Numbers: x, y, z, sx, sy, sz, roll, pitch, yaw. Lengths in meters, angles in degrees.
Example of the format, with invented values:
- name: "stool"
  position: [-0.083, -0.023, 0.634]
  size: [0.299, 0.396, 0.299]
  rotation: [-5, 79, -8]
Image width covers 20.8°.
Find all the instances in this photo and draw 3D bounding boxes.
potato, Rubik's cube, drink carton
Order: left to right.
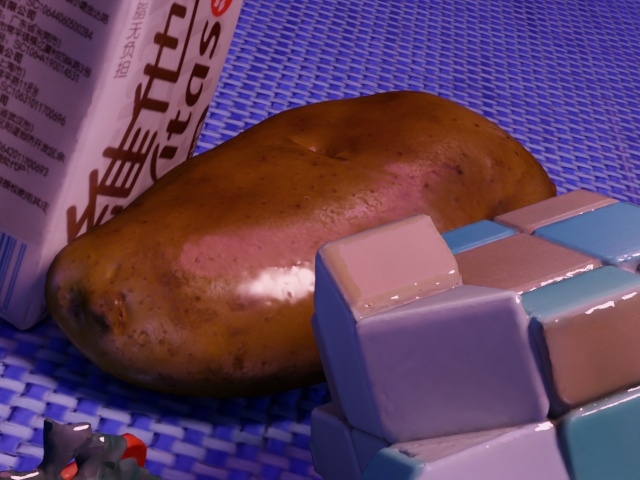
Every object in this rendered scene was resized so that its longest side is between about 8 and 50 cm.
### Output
- name: "drink carton"
  position: [-0.144, -0.123, 1.079]
  size: [0.132, 0.324, 0.194]
  rotation: [26, 25, 12]
- name: "potato"
  position: [0.000, 0.000, 1.089]
  size: [0.369, 0.176, 0.195]
  rotation: [-20, 73, -41]
- name: "Rubik's cube"
  position: [0.095, 0.108, 0.850]
  size: [0.213, 0.265, 0.224]
  rotation: [-19, 14, -17]

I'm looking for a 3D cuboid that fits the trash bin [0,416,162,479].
- name: "trash bin"
  position: [0.010, 0.226, 0.273]
  size: [0.259, 0.295, 0.381]
  rotation: [-32, 52, -31]

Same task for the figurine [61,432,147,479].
- name: "figurine"
  position: [-0.054, 0.216, 0.550]
  size: [0.226, 0.183, 0.160]
  rotation: [40, 38, 20]
